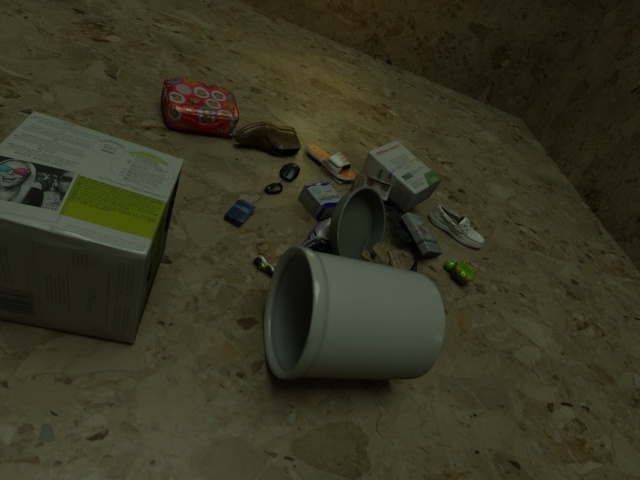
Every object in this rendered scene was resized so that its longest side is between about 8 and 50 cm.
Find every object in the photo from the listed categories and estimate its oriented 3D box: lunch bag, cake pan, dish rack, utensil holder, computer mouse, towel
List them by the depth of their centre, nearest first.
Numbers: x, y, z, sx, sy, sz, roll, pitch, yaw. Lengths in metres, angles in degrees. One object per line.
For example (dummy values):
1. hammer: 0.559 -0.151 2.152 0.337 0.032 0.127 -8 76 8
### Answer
1. utensil holder: 0.084 0.203 1.115 0.385 0.328 0.328 10 44 -24
2. towel: -0.275 -0.098 1.433 0.067 0.029 0.119 29 40 -1
3. cake pan: 0.130 -0.044 1.463 0.054 0.293 0.293 12 25 39
4. computer mouse: -0.146 -0.250 1.658 0.071 0.041 0.242 33 41 1
5. lunch bag: -0.474 -0.520 1.675 0.293 0.120 0.258 1 49 -31
6. dish rack: 0.240 -0.073 1.688 0.271 0.074 0.208 15 44 -21

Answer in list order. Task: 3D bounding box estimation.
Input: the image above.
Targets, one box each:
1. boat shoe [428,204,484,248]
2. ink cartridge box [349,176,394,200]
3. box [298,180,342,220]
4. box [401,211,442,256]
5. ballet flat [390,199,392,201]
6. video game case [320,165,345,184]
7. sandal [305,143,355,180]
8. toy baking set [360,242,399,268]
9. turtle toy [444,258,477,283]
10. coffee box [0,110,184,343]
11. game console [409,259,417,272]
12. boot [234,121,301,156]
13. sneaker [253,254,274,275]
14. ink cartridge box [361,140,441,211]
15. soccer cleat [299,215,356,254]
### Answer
1. boat shoe: 0.628 -0.065 1.888 0.277 0.096 0.098 30 40 0
2. ink cartridge box: 0.208 -0.207 1.717 0.115 0.067 0.198 17 -2 -15
3. box: 0.008 -0.155 1.629 0.126 0.072 0.137 -19 61 -41
4. box: 0.412 -0.022 1.705 0.145 0.038 0.186 8 50 -53
5. ballet flat: 0.312 -0.216 1.885 0.230 0.077 0.077 25 61 -2
6. video game case: 0.067 -0.298 1.857 0.122 0.011 0.087 44 41 16
7. sandal: 0.048 -0.361 1.840 0.265 0.076 0.102 39 41 9
8. toy baking set: 0.214 0.132 1.467 0.196 0.030 0.256 -7 72 -39
9. turtle toy: 0.559 0.122 1.679 0.130 0.066 0.095 43 42 16
10. coffee box: -0.537 -0.022 0.958 0.338 0.338 0.334 16 42 -16
11. game console: 0.351 0.164 1.497 0.124 0.085 0.144 36 41 7
12. boot: -0.208 -0.414 1.746 0.305 0.112 0.115 -10 65 -40
13. sneaker: -0.177 0.084 1.310 0.035 0.031 0.083 -32 64 -32
14. ink cartridge box: 0.346 -0.284 1.817 0.201 0.117 0.278 -29 66 -36
15. soccer cleat: 0.000 0.000 1.461 0.116 0.109 0.318 21 39 33
